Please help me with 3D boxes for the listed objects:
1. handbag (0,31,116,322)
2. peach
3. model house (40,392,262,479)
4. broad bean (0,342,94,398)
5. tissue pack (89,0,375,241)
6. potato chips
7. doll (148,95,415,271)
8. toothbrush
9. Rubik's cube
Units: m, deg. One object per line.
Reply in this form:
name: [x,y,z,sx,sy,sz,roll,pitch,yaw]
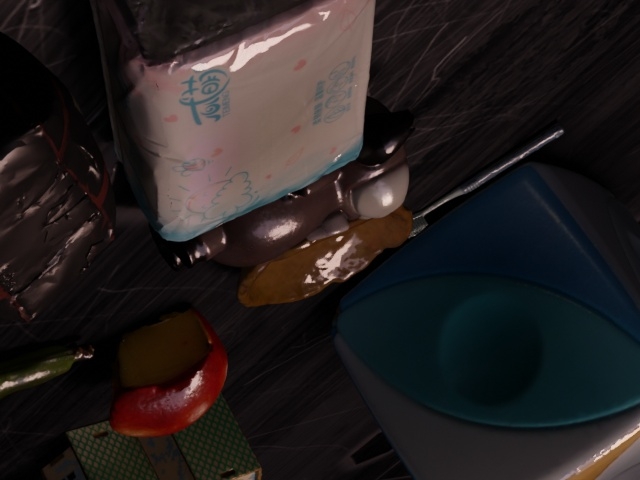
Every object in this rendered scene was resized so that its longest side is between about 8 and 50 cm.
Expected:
handbag: [-0.239,-0.059,1.054,0.155,0.169,0.215,-44,159,-11]
peach: [-0.162,0.145,1.666,0.118,0.151,0.151,17,150,2]
model house: [-0.167,0.280,1.852,0.206,0.178,0.271,-39,153,16]
broad bean: [-0.355,0.156,1.520,0.297,0.043,0.060,-24,166,-20]
tissue pack: [-0.062,-0.130,1.190,0.201,0.124,0.271,-28,157,-15]
potato chips: [-0.001,0.000,1.612,0.208,0.062,0.195,-25,162,-17]
doll: [-0.024,-0.052,1.393,0.257,0.117,0.182,-23,-174,-18]
toothbrush: [0.179,-0.066,1.754,0.219,0.019,0.016,-33,153,6]
Rubik's cube: [0.268,0.143,1.871,0.347,0.351,0.352,-39,154,17]
